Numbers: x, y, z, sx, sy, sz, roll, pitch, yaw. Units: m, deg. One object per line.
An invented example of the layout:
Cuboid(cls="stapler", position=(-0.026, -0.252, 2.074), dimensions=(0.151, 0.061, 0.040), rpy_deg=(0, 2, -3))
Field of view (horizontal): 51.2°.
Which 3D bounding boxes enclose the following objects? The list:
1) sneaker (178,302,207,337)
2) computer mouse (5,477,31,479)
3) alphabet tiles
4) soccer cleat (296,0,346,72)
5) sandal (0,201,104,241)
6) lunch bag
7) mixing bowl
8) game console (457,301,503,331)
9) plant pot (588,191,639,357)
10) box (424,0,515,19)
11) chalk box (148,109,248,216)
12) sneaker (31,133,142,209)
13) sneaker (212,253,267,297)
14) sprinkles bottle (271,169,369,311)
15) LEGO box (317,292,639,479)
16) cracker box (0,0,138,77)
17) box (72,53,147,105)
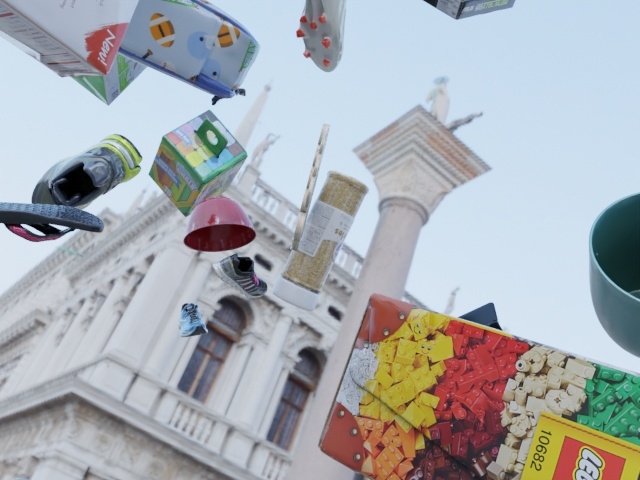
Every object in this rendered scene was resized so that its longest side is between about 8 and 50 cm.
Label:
Cuboid(cls="sneaker", position=(-0.326, 0.195, 1.666), dimensions=(0.063, 0.073, 0.162), rpy_deg=(-7, 10, -24))
Cuboid(cls="computer mouse", position=(-0.662, 0.536, 1.325), dimensions=(0.272, 0.072, 0.188), rpy_deg=(-33, -15, 23))
Cuboid(cls="alphabet tiles", position=(-0.024, -0.123, 1.555), dimensions=(0.021, 0.284, 0.278), rpy_deg=(14, -19, -1))
Cuboid(cls="soccer cleat", position=(0.009, -0.294, 0.795), dimensions=(0.068, 0.076, 0.196), rpy_deg=(32, -32, 33))
Cuboid(cls="sandal", position=(-0.361, -0.022, 0.829), dimensions=(0.179, 0.040, 0.067), rpy_deg=(6, 13, -13))
Cuboid(cls="lunch bag", position=(-0.227, -0.298, 0.930), dimensions=(0.303, 0.115, 0.243), rpy_deg=(26, 9, -17))
Cuboid(cls="mixing bowl", position=(-0.256, -0.048, 1.669), dimensions=(0.181, 0.098, 0.181), rpy_deg=(-9, -20, -3))
Cuboid(cls="game console", position=(0.365, 0.218, 1.537), dimensions=(0.122, 0.071, 0.107), rpy_deg=(-30, -93, 23))
Cuboid(cls="plant pot", position=(0.641, 0.090, 1.240), dimensions=(0.293, 0.293, 0.235), rpy_deg=(8, -41, 20))
Cuboid(cls="box", position=(0.254, -0.494, 1.286), dimensions=(0.190, 0.184, 0.045), rpy_deg=(43, -40, 29))
Cuboid(cls="chalk box", position=(-0.342, -0.230, 1.889), dimensions=(0.180, 0.179, 0.289), rpy_deg=(49, -32, 3))
Cuboid(cls="sneaker", position=(-0.478, -0.108, 1.280), dimensions=(0.300, 0.121, 0.111), rpy_deg=(-25, -75, 36))
Cuboid(cls="sneaker", position=(-0.174, 0.082, 1.594), dimensions=(0.074, 0.063, 0.170), rpy_deg=(-34, -45, 21))
Cuboid(cls="sprinkles bottle", position=(0.000, 0.000, 1.715), dimensions=(0.121, 0.355, 0.121), rpy_deg=(25, -1, 1))
Cuboid(cls="LEGO box", position=(0.300, 0.251, 0.817), dimensions=(0.372, 0.193, 0.500), rpy_deg=(15, -8, 38))
Cuboid(cls="cracker box", position=(-0.227, -0.245, 0.475), dimensions=(0.067, 0.156, 0.232), rpy_deg=(8, -16, 34))
Cuboid(cls="box", position=(-0.401, -0.435, 1.337), dimensions=(0.126, 0.231, 0.262), rpy_deg=(38, -18, -1))
